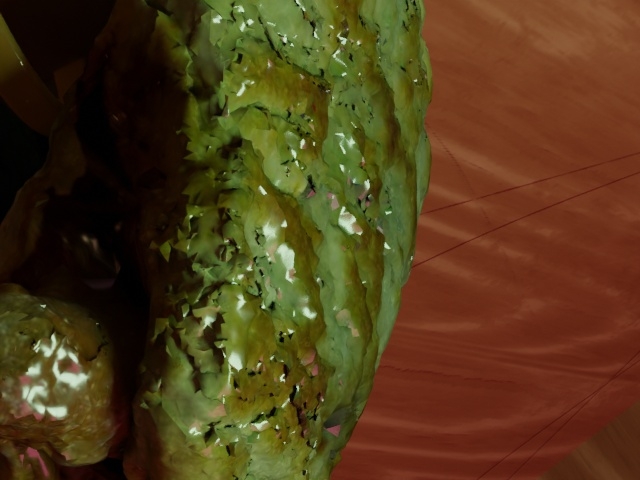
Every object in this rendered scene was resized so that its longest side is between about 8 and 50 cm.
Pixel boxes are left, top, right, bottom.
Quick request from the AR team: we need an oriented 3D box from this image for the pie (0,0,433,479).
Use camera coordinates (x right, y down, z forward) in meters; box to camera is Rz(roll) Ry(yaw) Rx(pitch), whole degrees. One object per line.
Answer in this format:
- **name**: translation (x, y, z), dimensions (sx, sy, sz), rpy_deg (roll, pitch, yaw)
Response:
- **pie**: translation (-0.034, -0.003, 0.976), dimensions (0.395, 0.180, 0.418), rpy_deg (74, 35, -57)

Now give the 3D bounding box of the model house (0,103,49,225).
- **model house**: translation (-0.103, -0.057, 1.225), dimensions (0.261, 0.241, 0.226), rpy_deg (-18, 149, -29)

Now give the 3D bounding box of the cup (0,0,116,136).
- **cup**: translation (-0.173, -0.168, 0.957), dimensions (0.185, 0.241, 0.226), rpy_deg (-24, 150, 15)
